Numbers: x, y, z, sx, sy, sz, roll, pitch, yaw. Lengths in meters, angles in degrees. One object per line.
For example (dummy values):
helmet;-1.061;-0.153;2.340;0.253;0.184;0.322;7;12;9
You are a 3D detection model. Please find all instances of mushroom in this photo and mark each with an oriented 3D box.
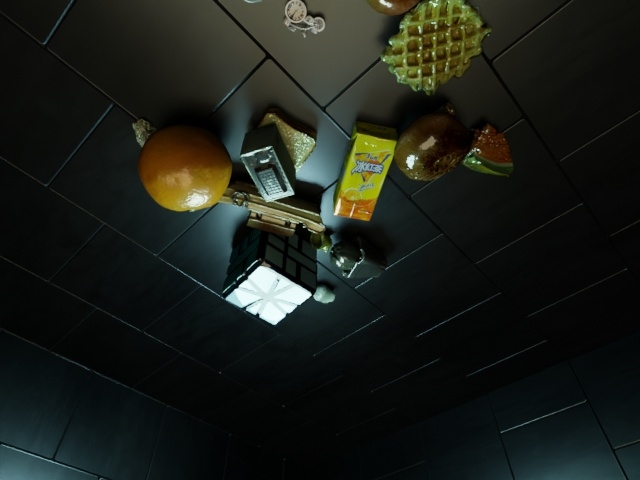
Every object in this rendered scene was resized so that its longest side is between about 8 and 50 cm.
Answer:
mushroom;0.388;-0.321;1.528;0.297;0.163;0.278;4;128;-47

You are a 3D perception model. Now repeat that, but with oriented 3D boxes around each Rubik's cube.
Rubik's cube;-0.202;0.128;1.861;0.294;0.283;0.288;31;124;-25

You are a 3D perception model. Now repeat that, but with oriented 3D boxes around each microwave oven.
microwave oven;-0.177;-0.259;1.528;0.129;0.163;0.205;-13;131;14

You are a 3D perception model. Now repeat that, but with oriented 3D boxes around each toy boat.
toy boat;-0.198;-0.116;1.749;0.446;0.136;0.162;17;103;-12

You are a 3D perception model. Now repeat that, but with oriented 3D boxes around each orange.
orange;-0.455;-0.243;1.532;0.312;0.312;0.312;0;130;0

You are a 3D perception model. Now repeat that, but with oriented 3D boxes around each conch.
conch;0.000;0.000;1.885;0.089;0.074;0.121;-31;107;-21

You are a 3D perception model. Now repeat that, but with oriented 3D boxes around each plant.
plant;0.157;0.075;1.913;0.256;0.141;0.164;18;129;-29

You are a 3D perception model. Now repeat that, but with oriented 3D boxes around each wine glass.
wine glass;-0.026;0.225;2.075;0.196;0.079;0.079;31;123;-22

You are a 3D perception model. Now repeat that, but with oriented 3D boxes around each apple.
apple;0.202;-0.713;1.224;0.188;0.173;0.188;2;131;2

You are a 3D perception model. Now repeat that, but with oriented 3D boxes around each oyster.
oyster;-0.624;-0.372;1.593;0.098;0.037;0.100;-32;123;23

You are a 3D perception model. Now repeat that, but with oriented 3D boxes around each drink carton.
drink carton;0.159;-0.249;1.658;0.155;0.111;0.351;9;128;-9

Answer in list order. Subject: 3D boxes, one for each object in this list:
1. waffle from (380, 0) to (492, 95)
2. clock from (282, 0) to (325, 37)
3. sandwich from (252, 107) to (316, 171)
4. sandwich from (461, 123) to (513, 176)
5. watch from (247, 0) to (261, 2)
waffle;0.346;-0.591;1.360;0.317;0.073;0.297;17;130;-36
clock;-0.050;-0.661;1.352;0.129;0.041;0.087;26;122;-14
sandwich;-0.136;-0.351;1.598;0.215;0.065;0.186;26;125;-20
sandwich;0.604;-0.320;1.612;0.185;0.109;0.159;14;102;-16
watch;-0.200;-0.742;1.150;0.253;0.241;0.161;11;135;-32
